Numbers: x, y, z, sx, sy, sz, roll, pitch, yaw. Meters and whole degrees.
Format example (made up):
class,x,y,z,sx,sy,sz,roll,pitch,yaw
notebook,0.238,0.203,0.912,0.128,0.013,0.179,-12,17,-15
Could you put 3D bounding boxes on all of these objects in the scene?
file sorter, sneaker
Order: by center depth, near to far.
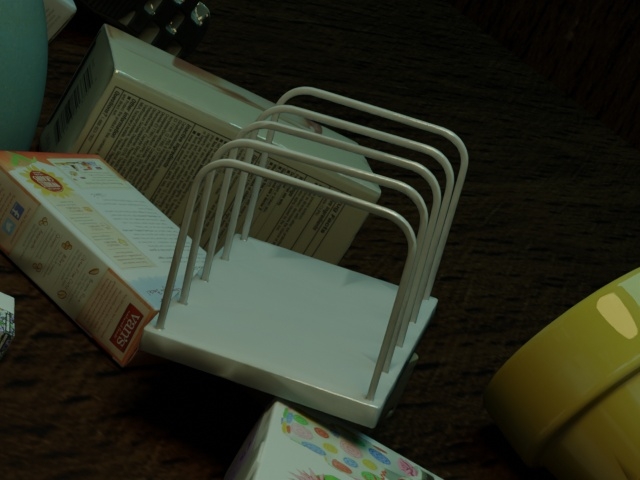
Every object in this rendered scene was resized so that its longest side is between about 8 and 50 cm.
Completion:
class,x,y,z,sx,sy,sz,roll,pitch,yaw
file sorter,0.000,0.000,1.574,0.193,0.173,0.277,18,19,8
sneaker,-0.261,-0.332,2.297,0.146,0.122,0.330,36,-8,29

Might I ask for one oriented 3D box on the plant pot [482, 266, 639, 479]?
class,x,y,z,sx,sy,sz,roll,pitch,yaw
plant pot,0.321,0.180,1.833,0.254,0.254,0.239,-1,53,-58

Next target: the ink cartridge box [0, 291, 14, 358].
class,x,y,z,sx,sy,sz,roll,pitch,yaw
ink cartridge box,-0.292,0.047,1.487,0.115,0.029,0.063,25,20,-20

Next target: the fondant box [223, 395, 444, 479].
class,x,y,z,sx,sy,sz,roll,pitch,yaw
fondant box,0.076,0.266,1.413,0.330,0.096,0.238,31,18,-5

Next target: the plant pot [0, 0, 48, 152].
class,x,y,z,sx,sy,sz,roll,pitch,yaw
plant pot,-0.362,-0.199,1.743,0.290,0.195,0.290,28,19,-11

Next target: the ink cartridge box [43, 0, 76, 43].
class,x,y,z,sx,sy,sz,roll,pitch,yaw
ink cartridge box,-0.447,-0.397,2.216,0.330,0.071,0.324,35,15,-33

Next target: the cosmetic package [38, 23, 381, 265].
class,x,y,z,sx,sy,sz,roll,pitch,yaw
cosmetic package,-0.111,-0.072,1.892,0.296,0.153,0.129,26,20,-22

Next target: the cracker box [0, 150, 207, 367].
class,x,y,z,sx,sy,sz,roll,pitch,yaw
cracker box,-0.184,0.013,1.688,0.232,0.067,0.156,40,21,26

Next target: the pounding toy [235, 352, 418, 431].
class,x,y,z,sx,sy,sz,roll,pitch,yaw
pounding toy,-0.006,0.111,1.707,0.141,0.100,0.130,38,33,25
